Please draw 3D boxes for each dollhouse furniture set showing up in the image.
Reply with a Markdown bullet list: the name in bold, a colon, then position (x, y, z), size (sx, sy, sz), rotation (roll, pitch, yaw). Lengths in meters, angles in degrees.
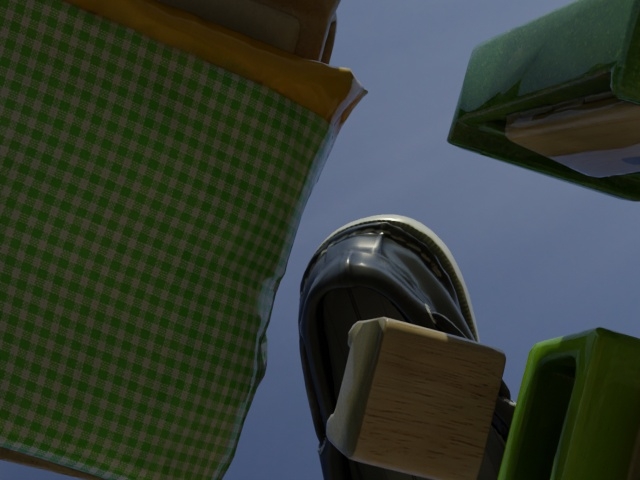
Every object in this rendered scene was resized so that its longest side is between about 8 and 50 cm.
- **dollhouse furniture set**: position (0.000, 0.000, 0.471), size (0.301, 0.151, 0.198), rotation (16, -94, -16)

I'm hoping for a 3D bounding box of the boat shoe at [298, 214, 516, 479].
- **boat shoe**: position (0.070, 0.153, 0.756), size (0.127, 0.113, 0.340), rotation (-15, -87, 11)
